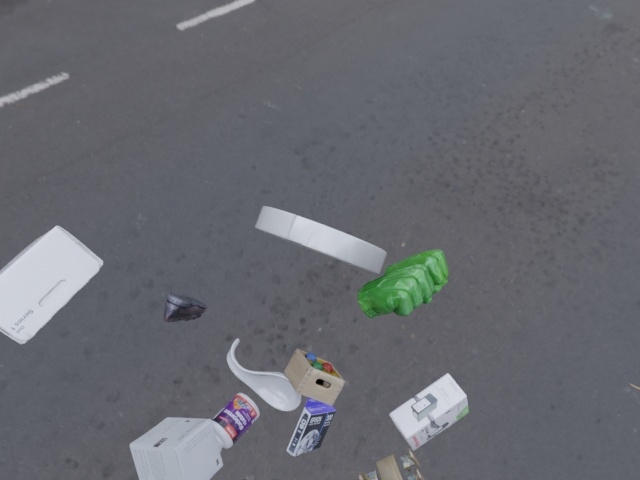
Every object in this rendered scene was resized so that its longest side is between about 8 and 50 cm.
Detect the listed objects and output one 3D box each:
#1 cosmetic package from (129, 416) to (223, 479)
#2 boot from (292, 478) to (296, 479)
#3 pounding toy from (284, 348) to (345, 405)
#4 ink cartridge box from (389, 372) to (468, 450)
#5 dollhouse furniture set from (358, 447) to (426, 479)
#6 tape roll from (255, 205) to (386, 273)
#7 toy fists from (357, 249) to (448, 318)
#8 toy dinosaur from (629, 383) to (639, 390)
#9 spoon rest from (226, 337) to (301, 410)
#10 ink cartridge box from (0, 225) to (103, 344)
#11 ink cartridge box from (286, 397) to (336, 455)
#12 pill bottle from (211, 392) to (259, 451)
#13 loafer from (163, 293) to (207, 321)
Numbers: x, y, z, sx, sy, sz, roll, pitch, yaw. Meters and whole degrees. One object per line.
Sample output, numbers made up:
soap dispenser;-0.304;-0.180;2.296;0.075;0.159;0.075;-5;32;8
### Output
cosmetic package;-0.405;0.609;1.304;0.183;0.152;0.151;-11;6;27
boot;-0.001;0.593;0.932;0.283;0.109;0.220;-25;56;-12
pounding toy;-0.008;0.394;1.382;0.181;0.206;0.094;29;91;-24
ink cartridge box;0.416;0.655;1.750;0.272;0.198;0.115;-33;49;-6
dollhouse furniture set;0.251;0.854;1.578;0.212;0.161;0.242;-29;37;6
tape roll;0.000;0.000;1.333;0.392;0.392;0.072;21;87;7
toy fists;0.204;0.095;1.039;0.279;0.142;0.096;-24;87;-55
toy dinosaur;0.731;0.298;0.928;0.211;0.064;0.112;-12;13;-33
spoon rest;-0.178;0.417;1.396;0.276;0.137;0.084;36;32;10
ink cartridge box;-0.462;0.070;0.739;0.092;0.219;0.160;49;58;-23
ink cartridge box;-0.019;0.644;1.634;0.045;0.206;0.208;20;85;30
pill bottle;-0.299;0.603;1.501;0.108;0.108;0.193;36;50;17
loafer;-0.524;0.265;1.760;0.109;0.302;0.095;23;81;9
